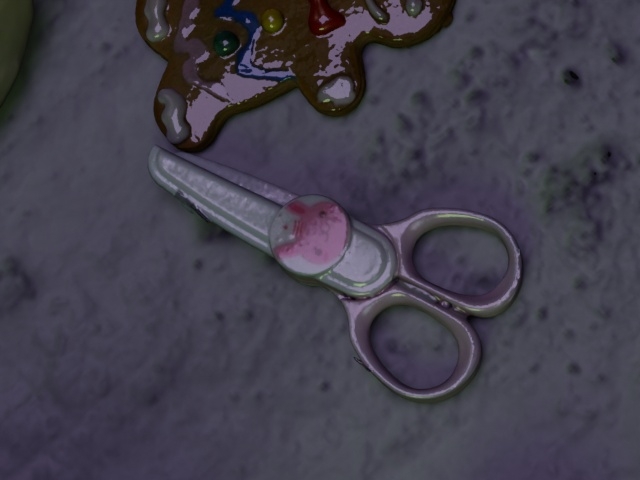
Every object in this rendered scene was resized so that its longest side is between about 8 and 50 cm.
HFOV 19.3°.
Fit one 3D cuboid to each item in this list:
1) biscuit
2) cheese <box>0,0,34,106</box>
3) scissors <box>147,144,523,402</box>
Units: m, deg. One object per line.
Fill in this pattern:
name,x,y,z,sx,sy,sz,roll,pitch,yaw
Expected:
biscuit,-0.015,-0.139,1.172,0.205,0.031,0.138,-14,71,8
cheese,-0.313,-0.133,1.173,0.248,0.173,0.251,-44,64,0
scissors,0.000,0.000,1.126,0.242,0.030,0.118,28,82,17
